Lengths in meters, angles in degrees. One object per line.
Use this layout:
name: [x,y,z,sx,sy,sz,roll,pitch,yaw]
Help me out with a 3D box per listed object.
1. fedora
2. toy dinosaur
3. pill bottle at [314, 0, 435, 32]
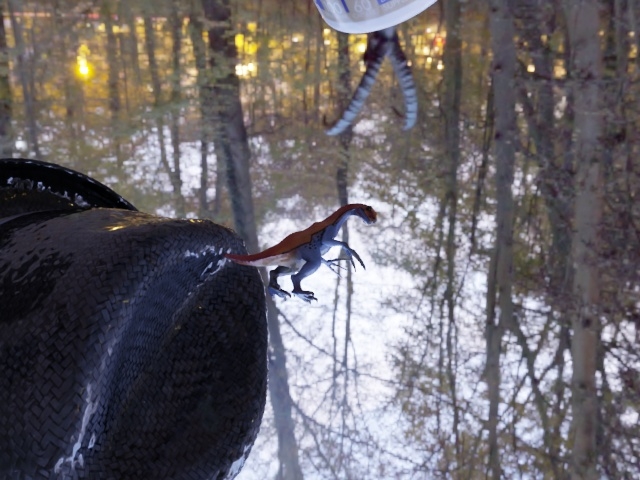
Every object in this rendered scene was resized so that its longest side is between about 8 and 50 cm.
fedora: [-0.127,0.081,0.410,0.153,0.333,0.334,-17,-171,27]
toy dinosaur: [0.000,0.000,0.419,0.047,0.090,0.082,-7,-129,48]
pill bottle: [0.014,-0.242,0.434,0.112,0.186,0.112,-18,-135,19]
